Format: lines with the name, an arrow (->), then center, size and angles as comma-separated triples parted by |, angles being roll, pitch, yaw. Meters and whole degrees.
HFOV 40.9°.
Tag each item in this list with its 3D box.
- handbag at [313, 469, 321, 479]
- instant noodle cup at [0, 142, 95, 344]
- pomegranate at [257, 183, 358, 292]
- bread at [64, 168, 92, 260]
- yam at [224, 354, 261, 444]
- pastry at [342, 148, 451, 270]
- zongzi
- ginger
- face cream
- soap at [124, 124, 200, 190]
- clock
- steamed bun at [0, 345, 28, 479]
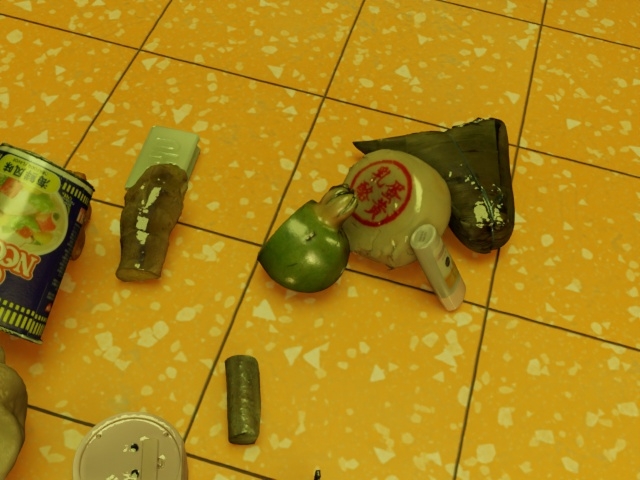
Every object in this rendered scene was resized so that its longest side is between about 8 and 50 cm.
handbag -> -0.045, 0.525, 1.386 | 0.302, 0.178, 0.275 | -21, 58, -20
instant noodle cup -> -0.575, 0.000, 1.601 | 0.284, 0.284, 0.312 | 22, 79, 11
pomegranate -> -0.003, 0.005, 1.778 | 0.159, 0.190, 0.241 | 41, 80, 3
bread -> -0.570, -0.059, 1.803 | 0.158, 0.149, 0.143 | 4, 50, 5
yam -> -0.144, 0.299, 1.617 | 0.068, 0.068, 0.169 | -3, 54, -8
pastry -> 0.150, -0.069, 1.839 | 0.265, 0.133, 0.265 | -9, 72, 31
zongzi -> 0.249, -0.120, 1.929 | 0.360, 0.160, 0.323 | 0, 53, 5
ginger -> -0.358, -0.041, 1.793 | 0.109, 0.116, 0.263 | 1, 70, 35
face cream -> 0.244, 0.056, 1.765 | 0.057, 0.198, 0.084 | -2, 49, 34
soap -> -0.355, -0.164, 1.949 | 0.119, 0.066, 0.198 | 13, 52, 2
clock -> -0.333, 0.405, 1.517 | 0.197, 0.068, 0.197 | 3, 53, -4
steamed bun -> -0.653, 0.262, 1.397 | 0.342, 0.255, 0.367 | -6, 9, -26
